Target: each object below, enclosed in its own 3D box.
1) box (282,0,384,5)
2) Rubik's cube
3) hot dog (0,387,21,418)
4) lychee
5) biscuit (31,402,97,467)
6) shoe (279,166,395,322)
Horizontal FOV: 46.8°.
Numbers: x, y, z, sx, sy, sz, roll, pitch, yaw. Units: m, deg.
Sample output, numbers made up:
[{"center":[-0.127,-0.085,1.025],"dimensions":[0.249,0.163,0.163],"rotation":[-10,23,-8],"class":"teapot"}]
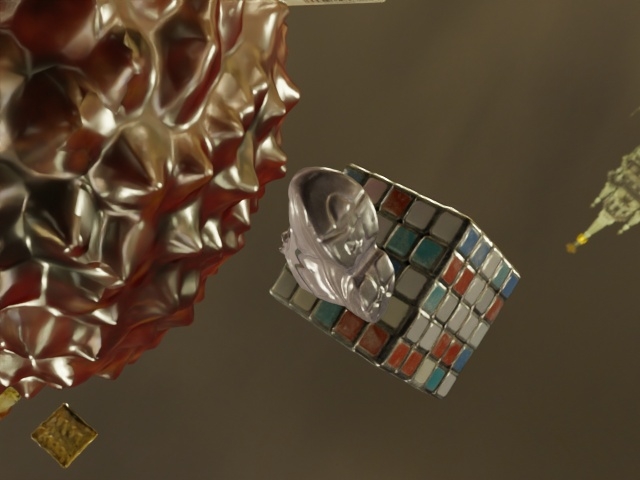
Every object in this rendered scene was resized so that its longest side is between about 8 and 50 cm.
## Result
[{"center":[-0.078,-0.463,1.102],"dimensions":[0.353,0.069,0.214],"rotation":[2,-82,12],"class":"box"},{"center":[0.140,0.075,1.349],"dimensions":[0.287,0.293,0.292],"rotation":[30,-95,38],"class":"Rubik's cube"},{"center":[-0.488,0.220,0.957],"dimensions":[0.213,0.146,0.103],"rotation":[-36,-108,11],"class":"hot dog"},{"center":[-0.228,-0.097,0.481],"dimensions":[0.425,0.500,0.424],"rotation":[1,-95,-17],"class":"lychee"},{"center":[-0.433,0.329,1.252],"dimensions":[0.083,0.018,0.081],"rotation":[45,-132,-5],"class":"biscuit"},{"center":[0.000,0.000,0.921],"dimensions":[0.137,0.245,0.095],"rotation":[12,-125,35],"class":"shoe"}]
